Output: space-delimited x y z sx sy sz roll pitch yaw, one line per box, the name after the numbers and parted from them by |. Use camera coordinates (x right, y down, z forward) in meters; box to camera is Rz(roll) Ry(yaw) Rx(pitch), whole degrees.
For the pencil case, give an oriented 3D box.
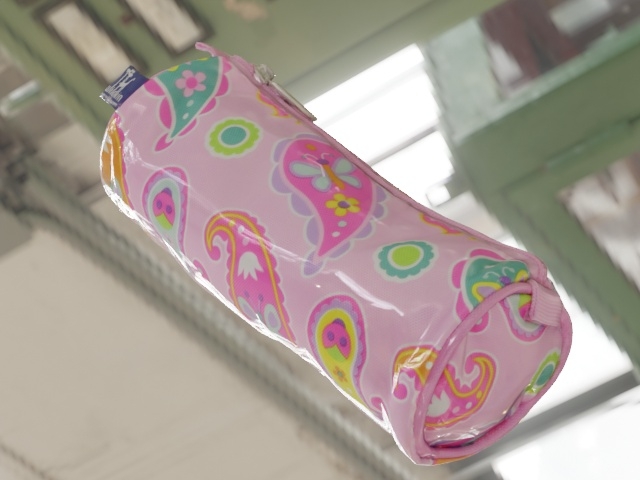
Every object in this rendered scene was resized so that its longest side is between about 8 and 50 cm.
0.000 0.000 0.922 0.284 0.124 0.124 38 -178 36 | pencil case
